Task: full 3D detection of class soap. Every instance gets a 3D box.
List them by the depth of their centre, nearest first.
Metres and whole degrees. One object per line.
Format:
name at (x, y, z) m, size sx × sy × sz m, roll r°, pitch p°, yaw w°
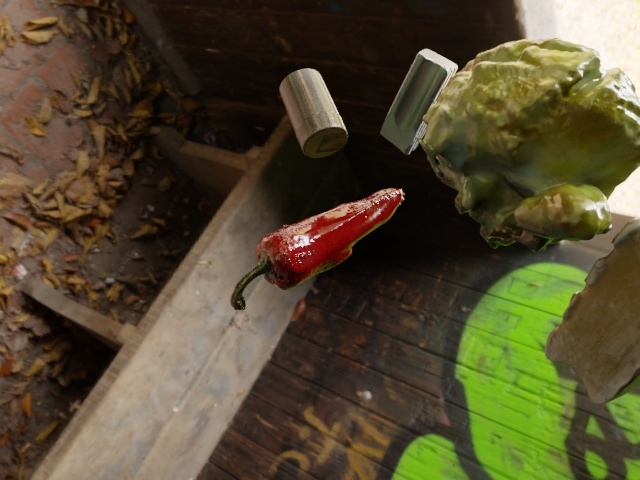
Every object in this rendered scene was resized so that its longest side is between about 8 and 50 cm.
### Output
soap at (0.353, 0.040, 0.602) m, size 0.274 × 0.089 × 0.173 m, roll -15°, pitch 138°, yaw -33°
soap at (0.221, -0.316, 1.461) m, size 0.230 × 0.091 × 0.145 m, roll -63°, pitch 170°, yaw 28°

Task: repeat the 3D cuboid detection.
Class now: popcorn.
popcorn at (0.182, -0.072, 0.542) m, size 0.198 × 0.198 × 0.212 m, roll 48°, pitch 32°, yaw -51°

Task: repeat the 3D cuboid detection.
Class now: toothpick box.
toothpick box at (-0.018, -0.290, 1.445) m, size 0.111 × 0.180 × 0.111 m, roll -17°, pitch 154°, yaw -9°

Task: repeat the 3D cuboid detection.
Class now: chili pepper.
chili pepper at (0.000, 0.000, 1.119) m, size 0.388 × 0.110 × 0.110 m, roll -28°, pitch 128°, yaw -26°
